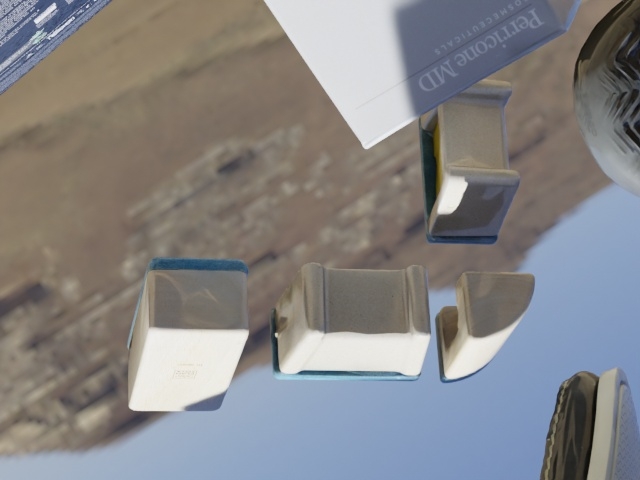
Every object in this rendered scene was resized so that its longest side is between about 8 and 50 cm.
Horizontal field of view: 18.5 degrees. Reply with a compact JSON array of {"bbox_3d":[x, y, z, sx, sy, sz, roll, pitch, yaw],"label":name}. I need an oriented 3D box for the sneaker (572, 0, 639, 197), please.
[{"bbox_3d":[0.148,-0.040,0.555,0.228,0.086,0.132,-8,180,-25],"label":"sneaker"}]

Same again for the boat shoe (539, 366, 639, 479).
[{"bbox_3d":[0.079,0.155,0.776,0.079,0.233,0.084,6,157,23],"label":"boat shoe"}]

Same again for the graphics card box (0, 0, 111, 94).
[{"bbox_3d":[-0.214,-0.220,1.429,0.233,0.094,0.371,-41,177,0],"label":"graphics card box"}]

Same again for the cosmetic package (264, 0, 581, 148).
[{"bbox_3d":[0.016,-0.180,0.966,0.127,0.238,0.107,-32,-172,24],"label":"cosmetic package"}]

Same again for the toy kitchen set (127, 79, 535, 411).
[{"bbox_3d":[0.000,0.000,1.095,0.207,0.166,0.122,2,155,-11],"label":"toy kitchen set"}]
